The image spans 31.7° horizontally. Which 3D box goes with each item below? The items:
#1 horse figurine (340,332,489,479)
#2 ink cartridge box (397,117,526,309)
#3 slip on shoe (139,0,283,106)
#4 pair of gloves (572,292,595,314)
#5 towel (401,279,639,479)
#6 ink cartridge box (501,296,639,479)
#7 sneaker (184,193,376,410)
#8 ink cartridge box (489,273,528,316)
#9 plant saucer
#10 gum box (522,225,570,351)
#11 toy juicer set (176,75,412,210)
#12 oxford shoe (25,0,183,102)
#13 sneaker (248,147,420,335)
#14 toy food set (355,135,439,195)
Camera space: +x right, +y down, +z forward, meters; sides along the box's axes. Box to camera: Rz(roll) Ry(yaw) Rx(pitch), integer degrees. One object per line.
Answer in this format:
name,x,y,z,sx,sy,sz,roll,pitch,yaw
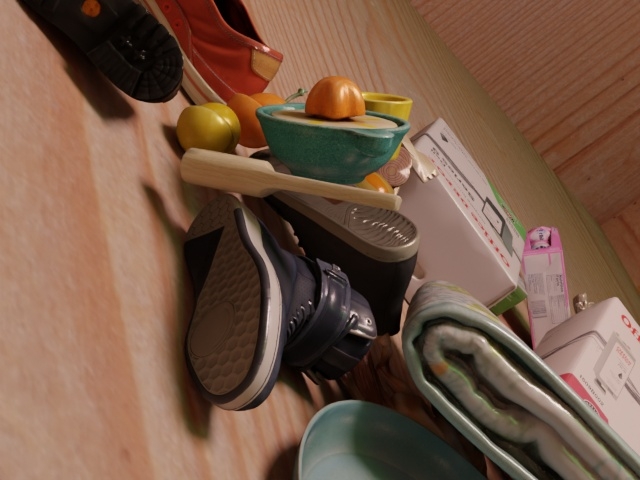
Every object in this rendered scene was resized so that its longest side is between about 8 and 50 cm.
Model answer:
horse figurine,0.091,0.166,1.010,0.263,0.066,0.174,43,15,-37
ink cartridge box,0.154,-0.025,1.438,0.211,0.121,0.289,53,18,-4
slip on shoe,-0.141,-0.274,1.168,0.331,0.101,0.123,59,19,19
pair of gloves,0.421,0.188,1.759,0.240,0.042,0.204,-4,84,-83
towel,0.216,0.187,1.011,0.374,0.090,0.320,45,2,3
ink cartridge box,0.327,0.219,1.320,0.207,0.117,0.283,53,35,-2
sneaker,-0.021,0.074,0.848,0.163,0.086,0.226,42,20,-27
ink cartridge box,0.238,0.008,1.702,0.109,0.062,0.209,45,19,-27
plant saucer,0.089,0.255,0.811,0.317,0.043,0.318,39,23,-20
gum box,0.344,0.079,1.716,0.107,0.062,0.188,-67,148,-70
toy juicer set,-0.027,-0.101,0.975,0.329,0.209,0.090,-71,167,-75
oxford shoe,-0.199,-0.204,0.950,0.227,0.082,0.096,55,-2,1
sneaker,0.000,0.000,1.090,0.083,0.118,0.222,-20,42,-33
toy food set,0.041,-0.087,1.215,0.192,0.038,0.132,-31,83,-35
